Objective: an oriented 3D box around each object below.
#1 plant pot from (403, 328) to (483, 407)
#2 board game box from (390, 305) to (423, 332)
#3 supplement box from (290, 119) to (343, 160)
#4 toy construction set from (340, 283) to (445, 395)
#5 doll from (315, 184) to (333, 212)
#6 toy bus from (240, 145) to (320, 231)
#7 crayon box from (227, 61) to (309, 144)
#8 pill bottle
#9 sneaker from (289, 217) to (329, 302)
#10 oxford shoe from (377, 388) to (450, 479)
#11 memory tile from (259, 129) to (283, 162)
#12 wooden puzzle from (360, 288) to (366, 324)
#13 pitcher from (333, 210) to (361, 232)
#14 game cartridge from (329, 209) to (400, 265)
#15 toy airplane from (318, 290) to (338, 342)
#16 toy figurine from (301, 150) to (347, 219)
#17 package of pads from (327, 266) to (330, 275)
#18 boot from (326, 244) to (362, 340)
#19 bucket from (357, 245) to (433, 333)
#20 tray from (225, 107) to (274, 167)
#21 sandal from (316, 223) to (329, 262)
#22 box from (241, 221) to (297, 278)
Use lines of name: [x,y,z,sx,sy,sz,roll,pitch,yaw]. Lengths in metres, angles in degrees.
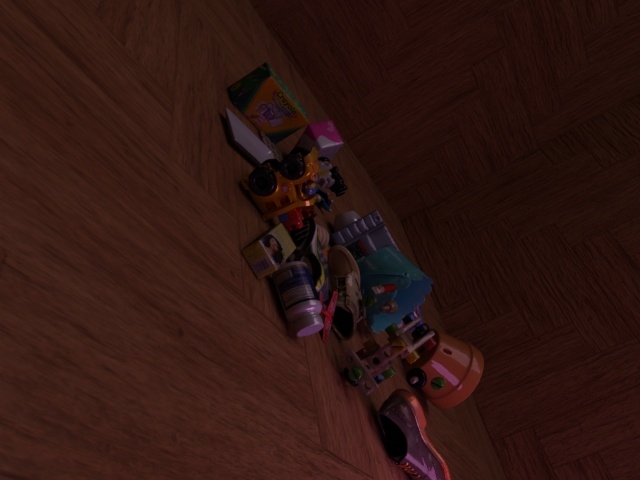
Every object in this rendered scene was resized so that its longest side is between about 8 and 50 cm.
plant pot: [0.473,0.489,2.111,0.203,0.291,0.290,40,20,-15]
board game box: [0.301,0.224,2.234,0.290,0.141,0.232,59,15,-9]
supplement box: [-0.020,-0.354,2.045,0.111,0.114,0.220,65,-29,12]
toy construction set: [0.165,0.278,1.448,0.237,0.258,0.308,3,75,-59]
doll: [0.009,-0.170,2.168,0.129,0.046,0.189,62,14,6]
toy bus: [-0.082,-0.139,1.491,0.211,0.220,0.149,64,16,-13]
crayon box: [-0.178,-0.479,1.872,0.278,0.165,0.081,41,25,-53]
pill bottle: [-0.051,0.144,1.290,0.094,0.094,0.169,35,30,-60]
sneaker: [-0.036,0.056,1.529,0.121,0.111,0.299,61,16,-45]
oxford shoe: [0.251,0.610,1.474,0.133,0.130,0.363,-21,86,-46]
memory tile: [-0.174,-0.324,1.906,0.148,0.012,0.113,43,23,-51]
wooden puzzle: [0.133,0.209,1.636,0.078,0.014,0.116,39,49,-80]
pitcher: [0.127,-0.007,2.162,0.178,0.126,0.207,118,-45,-83]
game cartridge: [0.207,0.086,2.039,0.354,0.230,0.068,61,-24,0]
toy airplane: [0.014,0.202,1.447,0.151,0.028,0.151,7,90,-72]
toy figurine: [-0.042,-0.182,1.706,0.148,0.213,0.210,56,15,17]
package of pads: [0.051,0.099,1.742,0.050,0.083,0.031,12,72,-71]
boot: [0.065,0.156,1.612,0.203,0.095,0.261,-41,120,-73]
bucket: [0.229,0.167,1.828,0.183,0.281,0.281,49,7,29]
tray: [-0.217,-0.292,1.668,0.270,0.030,0.145,40,27,-55]
sandal: [-0.003,-0.008,1.770,0.265,0.076,0.101,39,26,-56]
box: [-0.125,0.021,1.343,0.087,0.058,0.232,59,14,-8]
